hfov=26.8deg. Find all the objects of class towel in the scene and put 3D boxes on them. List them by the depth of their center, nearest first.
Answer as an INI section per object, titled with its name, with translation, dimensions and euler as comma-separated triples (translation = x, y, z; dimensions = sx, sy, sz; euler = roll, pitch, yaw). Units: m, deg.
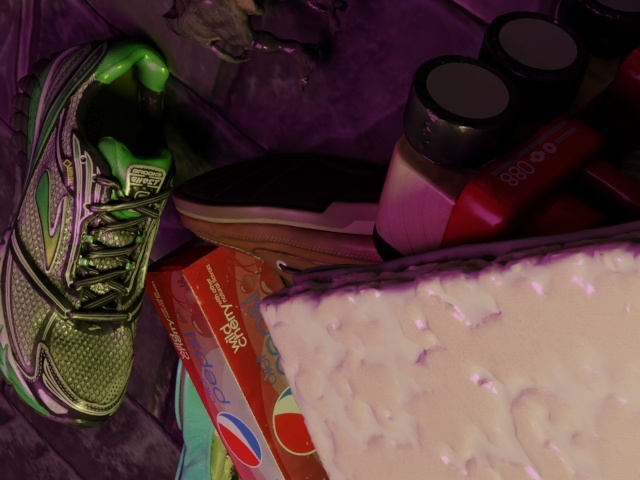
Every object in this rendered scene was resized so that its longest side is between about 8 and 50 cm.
[towel]
translation = 0.133, 0.144, 0.651
dimensions = 0.331, 0.053, 0.317
euler = -9, 108, 53

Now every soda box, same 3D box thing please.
[soda box]
translation = -0.058, 0.121, 1.213
dimensions = 0.083, 0.092, 0.263
euler = -5, 113, 54

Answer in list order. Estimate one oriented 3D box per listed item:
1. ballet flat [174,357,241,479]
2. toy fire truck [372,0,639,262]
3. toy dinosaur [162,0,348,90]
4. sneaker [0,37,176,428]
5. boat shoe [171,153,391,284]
[ballet flat]
translation = -0.098, 0.189, 1.344
dimensions = 0.087, 0.083, 0.247
euler = 17, 134, 10
[toy fire truck]
translation = 0.183, -0.028, 0.697
dimensions = 0.246, 0.217, 0.159
euler = 39, 141, 22
[toy dinosaur]
translation = -0.046, -0.167, 0.957
dimensions = 0.118, 0.064, 0.268
euler = 21, 168, -10
[sneaker]
translation = -0.198, -0.014, 1.135
dimensions = 0.146, 0.134, 0.344
euler = -15, 71, 48
[boat shoe]
translation = 0.000, 0.000, 1.030
dimensions = 0.307, 0.110, 0.105
euler = 8, 122, 47
